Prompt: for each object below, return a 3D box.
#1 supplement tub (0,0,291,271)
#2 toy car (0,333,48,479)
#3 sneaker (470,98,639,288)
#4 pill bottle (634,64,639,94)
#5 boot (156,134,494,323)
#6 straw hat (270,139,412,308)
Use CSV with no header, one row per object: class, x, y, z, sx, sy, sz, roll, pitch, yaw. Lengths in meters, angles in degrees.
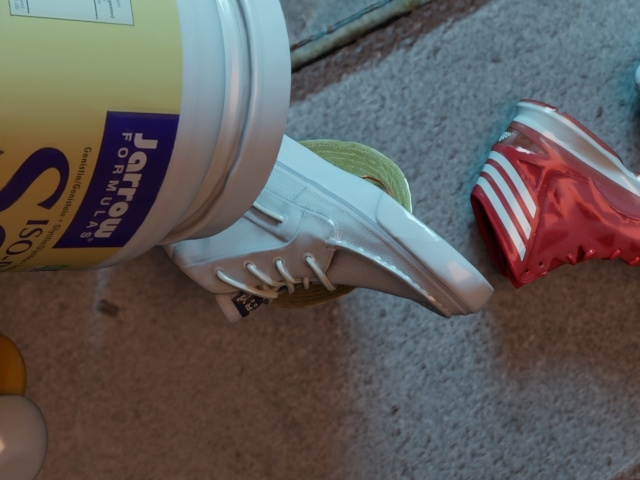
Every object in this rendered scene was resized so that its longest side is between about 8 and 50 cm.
supplement tub,-0.208,-0.099,1.020,0.331,0.241,0.241,-1,94,-40
toy car,-0.264,0.137,1.108,0.182,0.159,0.136,-31,143,-22
sneaker,0.206,0.002,1.332,0.221,0.087,0.128,36,88,-9
pill bottle,0.339,-0.066,1.354,0.117,0.117,0.208,-35,106,-17
boot,-0.013,0.012,1.155,0.123,0.258,0.095,-52,144,-7
straw hat,0.000,0.000,1.237,0.144,0.144,0.061,-50,152,-13
